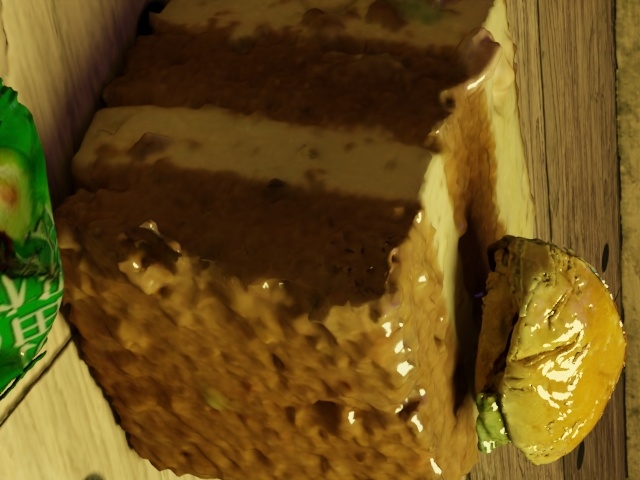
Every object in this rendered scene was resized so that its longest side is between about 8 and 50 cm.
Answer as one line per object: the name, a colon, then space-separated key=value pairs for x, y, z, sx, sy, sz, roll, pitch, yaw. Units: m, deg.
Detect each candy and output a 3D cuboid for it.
candy: x=-0.189 y=0.026 z=0.804 sx=0.141 sy=0.078 sz=0.203 roll=-42 pitch=147 yaw=-43

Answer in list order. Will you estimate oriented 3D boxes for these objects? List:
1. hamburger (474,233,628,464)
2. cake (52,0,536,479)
hamburger: x=0.140 y=0.084 z=0.950 sx=0.176 sy=0.087 sz=0.102 roll=73 pitch=30 yaw=-54
cake: x=0.000 y=0.000 z=1.018 sx=0.290 sy=0.255 sz=0.282 roll=-61 pitch=150 yaw=-36
